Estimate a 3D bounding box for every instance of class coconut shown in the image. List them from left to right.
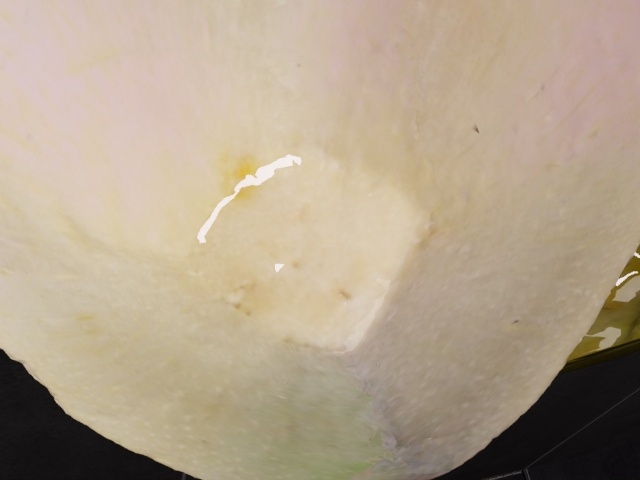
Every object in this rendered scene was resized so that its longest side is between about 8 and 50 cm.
[{"bbox_3d":[-0.013,-0.035,0.489,0.259,0.259,0.259,-14,163,-4],"label":"coconut"}]

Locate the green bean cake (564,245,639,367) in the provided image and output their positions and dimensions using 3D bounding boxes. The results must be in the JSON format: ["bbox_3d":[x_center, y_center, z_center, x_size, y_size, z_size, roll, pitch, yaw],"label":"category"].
[{"bbox_3d":[0.179,0.007,0.908,0.236,0.124,0.233,-7,165,-46],"label":"green bean cake"}]
